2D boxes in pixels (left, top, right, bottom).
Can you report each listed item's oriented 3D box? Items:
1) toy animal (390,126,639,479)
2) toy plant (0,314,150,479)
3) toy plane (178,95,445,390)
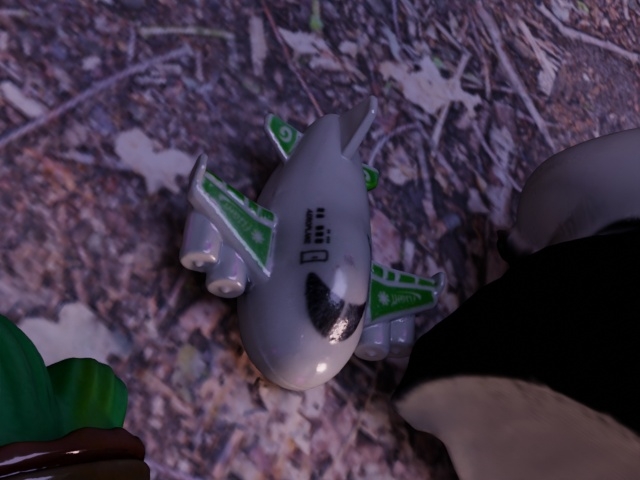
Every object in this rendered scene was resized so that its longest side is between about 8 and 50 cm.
[{"bbox_3d":[0.217,0.062,0.706,0.251,0.251,0.310,50,52,-8],"label":"toy animal"},{"bbox_3d":[-0.132,0.090,0.488,0.143,0.105,0.200,0,57,-49],"label":"toy plant"},{"bbox_3d":[-0.002,0.001,0.655,0.174,0.080,0.173,17,61,-33],"label":"toy plane"}]
